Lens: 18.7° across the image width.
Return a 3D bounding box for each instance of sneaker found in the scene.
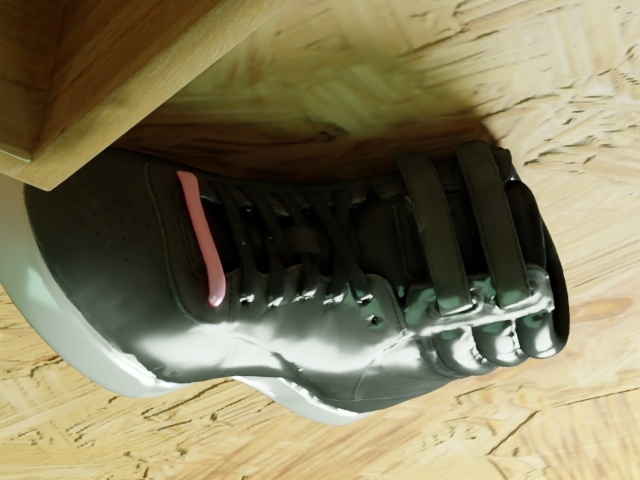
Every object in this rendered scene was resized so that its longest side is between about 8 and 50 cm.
[{"bbox_3d":[0.000,0.000,0.762,0.147,0.105,0.295,-23,157,24],"label":"sneaker"}]

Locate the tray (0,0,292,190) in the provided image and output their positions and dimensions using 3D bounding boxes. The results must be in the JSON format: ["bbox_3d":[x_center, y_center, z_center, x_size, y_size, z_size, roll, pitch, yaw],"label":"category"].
[{"bbox_3d":[-0.042,-0.148,0.380,0.202,0.076,0.411,22,149,-27],"label":"tray"}]
